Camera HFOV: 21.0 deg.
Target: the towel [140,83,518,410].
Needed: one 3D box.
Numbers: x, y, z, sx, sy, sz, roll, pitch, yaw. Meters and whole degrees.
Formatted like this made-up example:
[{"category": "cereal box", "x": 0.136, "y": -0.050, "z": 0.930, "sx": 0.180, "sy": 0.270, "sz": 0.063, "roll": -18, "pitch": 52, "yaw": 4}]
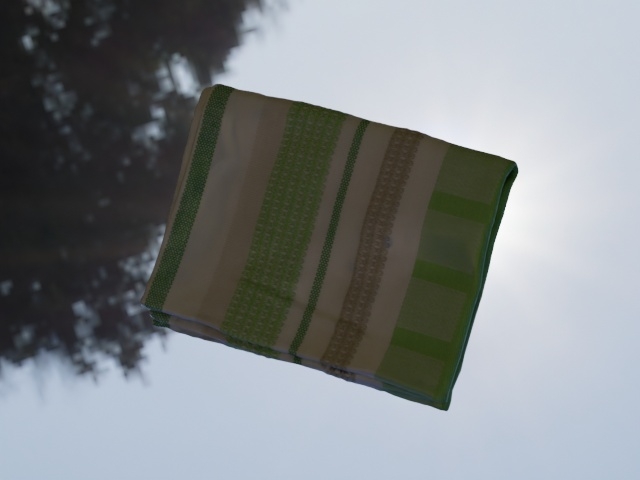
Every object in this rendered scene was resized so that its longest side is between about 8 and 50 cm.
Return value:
[{"category": "towel", "x": 0.000, "y": 0.000, "z": 0.739, "sx": 0.152, "sy": 0.113, "sz": 0.023, "roll": 15, "pitch": -178, "yaw": 26}]
